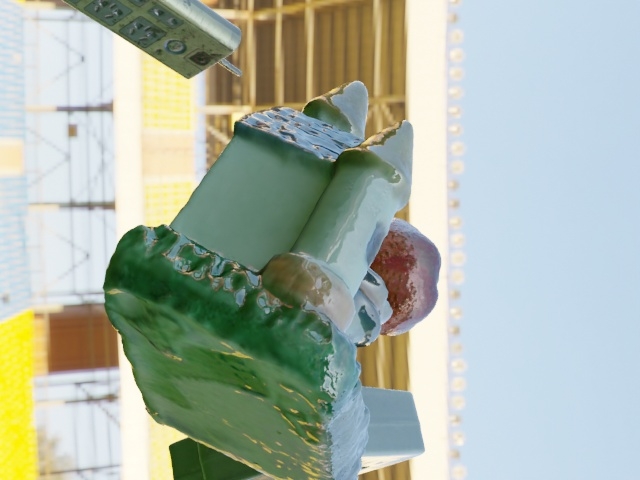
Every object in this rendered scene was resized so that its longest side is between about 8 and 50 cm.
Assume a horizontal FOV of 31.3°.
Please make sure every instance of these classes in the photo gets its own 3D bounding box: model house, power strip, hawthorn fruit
[{"bbox_3d":[0.000,0.000,0.923,0.267,0.194,0.325,86,29,-58],"label":"model house"},{"bbox_3d":[-0.049,0.212,1.264,0.261,0.229,0.141,-24,-111,30],"label":"power strip"},{"bbox_3d":[0.059,0.041,1.538,0.163,0.204,0.162,-37,-133,53],"label":"hawthorn fruit"},{"bbox_3d":[-0.180,-0.240,1.202,0.092,0.268,0.034,-24,-129,36],"label":"power strip"}]
